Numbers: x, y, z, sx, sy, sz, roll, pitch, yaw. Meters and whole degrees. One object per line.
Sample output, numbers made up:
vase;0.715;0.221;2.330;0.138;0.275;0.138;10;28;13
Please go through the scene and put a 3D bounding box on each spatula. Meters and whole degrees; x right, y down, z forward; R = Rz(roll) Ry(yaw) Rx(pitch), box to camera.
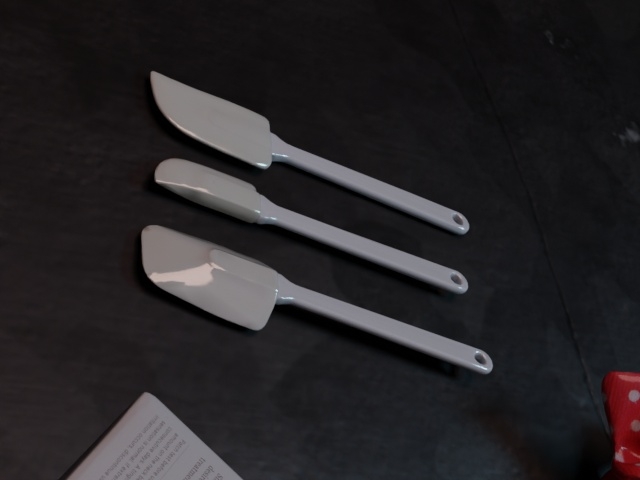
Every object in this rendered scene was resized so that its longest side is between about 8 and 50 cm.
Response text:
spatula;0.000;0.000;0.982;0.242;0.019;0.168;22;40;-27

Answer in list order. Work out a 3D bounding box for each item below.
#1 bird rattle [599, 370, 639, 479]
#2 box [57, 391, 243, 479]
bird rattle;0.260;0.182;0.932;0.206;0.143;0.253;4;36;10
box;-0.064;0.175;0.687;0.170;0.130;0.091;44;39;-3
